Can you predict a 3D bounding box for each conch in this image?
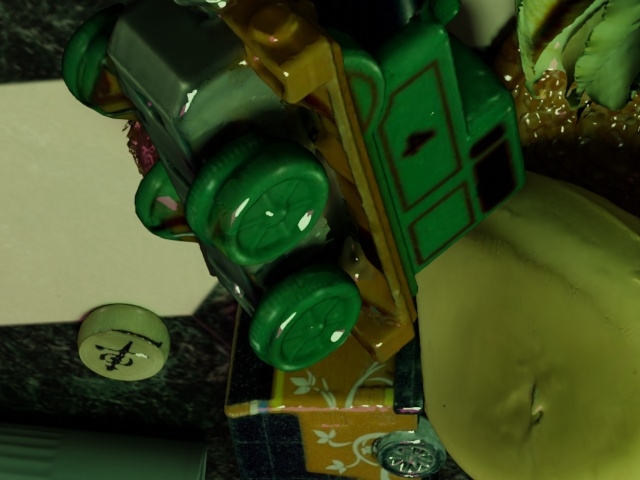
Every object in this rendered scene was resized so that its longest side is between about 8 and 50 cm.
[{"bbox_3d":[0.181,-0.169,1.035,0.143,0.137,0.251,25,125,29],"label":"conch"}]

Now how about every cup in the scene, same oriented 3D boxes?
[{"bbox_3d":[-0.277,0.291,1.604,0.311,0.331,0.257,7,106,-2],"label":"cup"}]

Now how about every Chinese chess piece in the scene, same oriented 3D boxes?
[{"bbox_3d":[-0.177,0.093,1.485,0.084,0.034,0.084,3,141,2],"label":"Chinese chess piece"}]

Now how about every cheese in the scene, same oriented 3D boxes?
[{"bbox_3d":[0.187,0.087,1.200,0.128,0.316,0.260,-20,113,-32],"label":"cheese"}]

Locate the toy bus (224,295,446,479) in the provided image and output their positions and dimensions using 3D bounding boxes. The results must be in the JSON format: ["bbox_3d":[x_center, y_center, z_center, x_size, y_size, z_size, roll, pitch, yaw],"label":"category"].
[{"bbox_3d":[0.022,0.186,1.487,0.194,0.162,0.323,0,138,5],"label":"toy bus"}]

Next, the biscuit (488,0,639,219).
[{"bbox_3d":[0.269,-0.099,1.220,0.305,0.038,0.305,2,140,2],"label":"biscuit"}]

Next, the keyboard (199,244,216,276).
[{"bbox_3d":[0.000,0.000,1.378,0.204,0.013,0.061,-5,139,11],"label":"keyboard"}]

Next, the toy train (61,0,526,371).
[{"bbox_3d":[0.003,-0.077,1.073,0.249,0.178,0.429,-37,149,-11],"label":"toy train"}]

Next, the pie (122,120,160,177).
[{"bbox_3d":[-0.056,-0.078,1.243,0.163,0.079,0.193,-20,139,6],"label":"pie"}]
